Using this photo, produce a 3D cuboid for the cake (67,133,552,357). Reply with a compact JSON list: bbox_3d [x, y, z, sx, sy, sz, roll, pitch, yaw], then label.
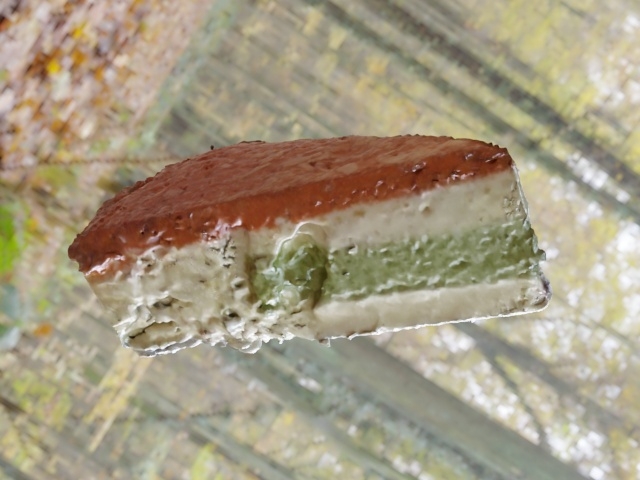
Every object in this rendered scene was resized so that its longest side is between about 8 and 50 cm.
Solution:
[{"bbox_3d":[0.003,-0.009,0.647,0.220,0.086,0.116,-12,-155,21],"label":"cake"}]
